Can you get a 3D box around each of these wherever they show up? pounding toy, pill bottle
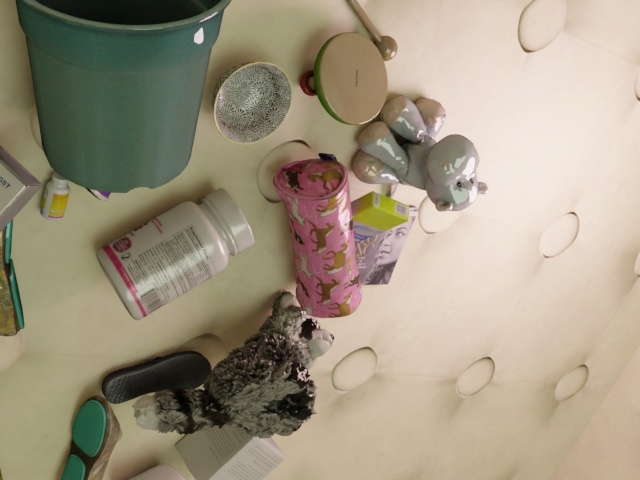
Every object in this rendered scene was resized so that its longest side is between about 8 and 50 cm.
[{"bbox_3d":[0.043,-0.343,1.906,0.183,0.110,0.237,36,67,-35],"label":"pounding toy"},{"bbox_3d":[-0.485,-0.081,1.732,0.043,0.043,0.083,2,120,-37],"label":"pill bottle"},{"bbox_3d":[-0.284,0.022,1.872,0.283,0.160,0.160,-31,134,-15],"label":"pill bottle"}]

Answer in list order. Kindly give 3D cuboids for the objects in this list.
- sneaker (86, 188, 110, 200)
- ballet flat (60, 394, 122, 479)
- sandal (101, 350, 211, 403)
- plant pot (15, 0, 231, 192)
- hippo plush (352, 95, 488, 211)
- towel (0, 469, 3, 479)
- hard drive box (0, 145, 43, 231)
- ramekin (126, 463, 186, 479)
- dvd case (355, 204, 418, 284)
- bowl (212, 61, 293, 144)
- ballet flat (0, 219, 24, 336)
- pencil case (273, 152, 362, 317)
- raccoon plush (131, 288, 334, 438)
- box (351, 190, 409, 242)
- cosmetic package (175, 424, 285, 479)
[{"bbox_3d":[-0.419,-0.142,1.721,0.071,0.068,0.170,-37,135,-16],"label":"sneaker"},{"bbox_3d":[-0.500,0.456,2.094,0.106,0.107,0.316,-14,137,-54],"label":"ballet flat"},{"bbox_3d":[-0.363,0.294,2.098,0.254,0.054,0.097,-6,114,-30],"label":"sandal"},{"bbox_3d":[-0.325,-0.280,1.524,0.341,0.341,0.334,-14,136,-28],"label":"plant pot"},{"bbox_3d":[0.221,-0.149,2.061,0.234,0.236,0.294,-20,131,-24],"label":"hippo plush"},{"bbox_3d":[-0.726,0.450,1.963,0.102,0.021,0.237,-18,130,-26],"label":"towel"},{"bbox_3d":[-0.608,-0.066,1.550,0.181,0.089,0.232,44,93,-2],"label":"hard drive box"},{"bbox_3d":[-0.364,0.662,2.213,0.135,0.277,0.277,-26,133,-29],"label":"ramekin"},{"bbox_3d":[0.136,0.013,2.276,0.164,0.018,0.221,0,120,-36],"label":"dvd case"},{"bbox_3d":[-0.145,-0.278,1.811,0.170,0.080,0.170,-20,131,-24],"label":"bowl"},{"bbox_3d":[-0.599,0.031,1.689,0.123,0.123,0.349,-13,128,-29],"label":"ballet flat"},{"bbox_3d":[0.000,0.000,2.052,0.160,0.167,0.386,-1,132,10],"label":"pencil case"},{"bbox_3d":[-0.187,0.255,2.107,0.446,0.299,0.216,6,130,-15],"label":"raccoon plush"},{"bbox_3d":[0.103,-0.051,2.117,0.109,0.042,0.178,20,153,-31],"label":"box"},{"bbox_3d":[-0.219,0.513,2.288,0.183,0.151,0.151,-42,136,-2],"label":"cosmetic package"}]
